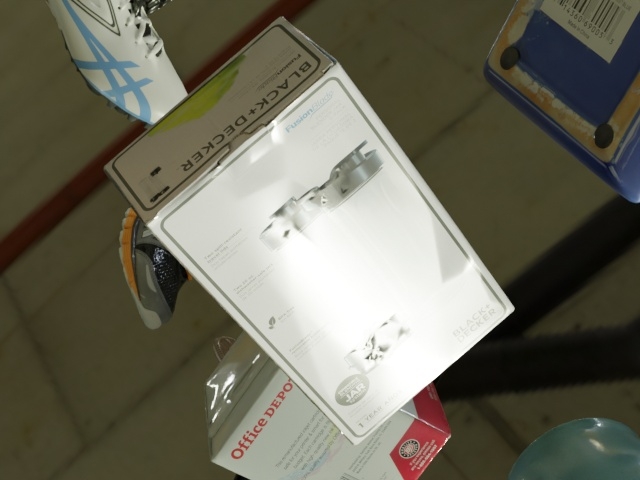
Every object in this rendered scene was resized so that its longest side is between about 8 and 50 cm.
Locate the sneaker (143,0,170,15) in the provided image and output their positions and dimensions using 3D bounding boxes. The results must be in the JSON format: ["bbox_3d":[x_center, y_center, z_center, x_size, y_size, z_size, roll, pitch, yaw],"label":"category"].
[{"bbox_3d":[-0.253,-0.300,1.724,0.134,0.146,0.343,-32,-165,-12],"label":"sneaker"}]

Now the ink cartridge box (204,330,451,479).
[{"bbox_3d":[0.001,0.153,1.400,0.128,0.176,0.127,-54,-158,19],"label":"ink cartridge box"}]

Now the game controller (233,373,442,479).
[{"bbox_3d":[0.033,0.161,1.547,0.067,0.166,0.319,25,-93,47],"label":"game controller"}]

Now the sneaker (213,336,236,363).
[{"bbox_3d":[-0.098,0.176,1.906,0.042,0.067,0.118,-18,-129,-33],"label":"sneaker"}]

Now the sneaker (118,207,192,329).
[{"bbox_3d":[-0.130,-0.011,1.435,0.083,0.084,0.215,-2,-130,10],"label":"sneaker"}]

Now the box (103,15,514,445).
[{"bbox_3d":[0.000,0.000,1.123,0.169,0.290,0.087,-41,-139,0],"label":"box"}]

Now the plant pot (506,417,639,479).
[{"bbox_3d":[0.328,0.339,1.716,0.272,0.271,0.255,-38,-147,4],"label":"plant pot"}]

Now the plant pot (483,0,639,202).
[{"bbox_3d":[0.283,-0.155,1.238,0.236,0.212,0.236,49,-61,43],"label":"plant pot"}]

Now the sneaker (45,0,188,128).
[{"bbox_3d":[-0.175,-0.191,1.279,0.086,0.237,0.085,-29,-162,23],"label":"sneaker"}]
